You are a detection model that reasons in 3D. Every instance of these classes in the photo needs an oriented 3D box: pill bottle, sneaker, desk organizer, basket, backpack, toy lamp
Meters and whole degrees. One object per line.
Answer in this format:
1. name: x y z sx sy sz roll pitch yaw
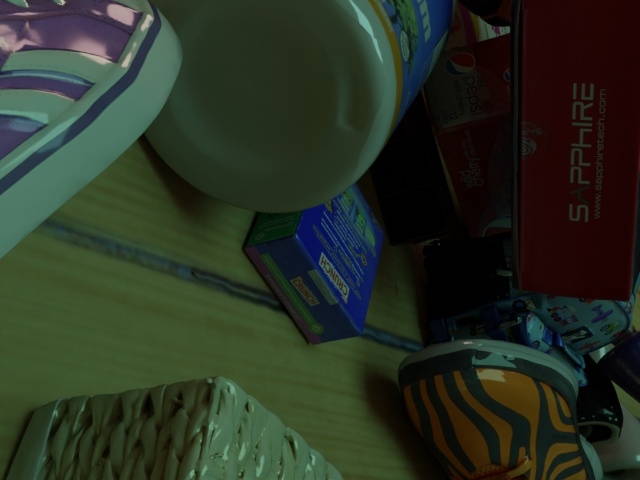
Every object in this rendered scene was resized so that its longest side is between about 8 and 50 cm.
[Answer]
1. pill bottle: 0.002 -0.140 0.616 0.152 0.152 0.272 63 28 -19
2. sneaker: 0.158 0.209 0.747 0.321 0.124 0.180 46 36 -43
3. desk organizer: 0.072 -0.063 0.828 0.050 0.047 0.130 -10 84 -61
4. basket: -0.060 0.149 0.380 0.113 0.103 0.167 48 37 -40
5. backpack: 0.193 0.058 0.848 0.158 0.173 0.117 44 38 -46
6. sneaker: -0.152 -0.072 0.340 0.161 0.102 0.282 59 29 -20
7. toy lamp: 0.271 0.048 1.009 0.275 0.080 0.080 56 19 23

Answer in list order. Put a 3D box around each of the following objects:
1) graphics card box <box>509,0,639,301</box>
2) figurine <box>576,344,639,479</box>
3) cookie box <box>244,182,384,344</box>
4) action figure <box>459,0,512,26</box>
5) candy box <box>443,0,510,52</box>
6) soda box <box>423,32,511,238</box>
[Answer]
1. graphics card box: 0.241 -0.144 0.778 0.371 0.094 0.233 -49 140 -52
2. figurine: 0.296 0.151 1.102 0.215 0.092 0.209 45 33 -45
3. cookie box: 0.000 0.000 0.656 0.092 0.040 0.107 58 30 -29
4. action figure: 0.096 -0.324 0.856 0.330 0.178 0.341 4 67 -45
5. candy box: 0.167 -0.249 1.094 0.233 0.071 0.159 8 67 -61
6. soda box: 0.164 -0.064 0.884 0.263 0.092 0.083 59 21 -55
